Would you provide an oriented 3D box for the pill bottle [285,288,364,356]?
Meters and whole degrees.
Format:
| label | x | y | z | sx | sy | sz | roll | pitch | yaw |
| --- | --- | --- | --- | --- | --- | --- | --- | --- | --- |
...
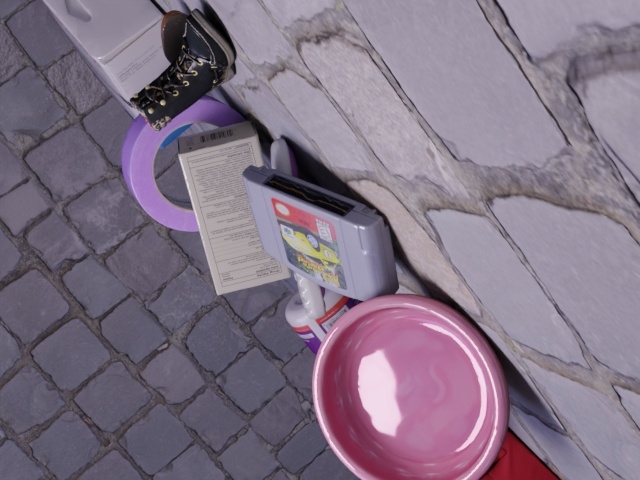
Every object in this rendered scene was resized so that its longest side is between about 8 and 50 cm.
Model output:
| label | x | y | z | sx | sy | sz | roll | pitch | yaw |
| --- | --- | --- | --- | --- | --- | --- | --- | --- | --- |
| pill bottle | 0.070 | 0.242 | 2.155 | 0.323 | 0.181 | 0.181 | 53 | 172 | -18 |

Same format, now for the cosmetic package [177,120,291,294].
| label | x | y | z | sx | sy | sz | roll | pitch | yaw |
| --- | --- | --- | --- | --- | --- | --- | --- | --- | --- |
| cosmetic package | -0.170 | -0.064 | 1.752 | 0.113 | 0.160 | 0.309 | -113 | 11 | -64 |

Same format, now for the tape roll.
| label | x | y | z | sx | sy | sz | roll | pitch | yaw |
| --- | --- | --- | --- | --- | --- | --- | --- | --- | --- |
| tape roll | -0.264 | -0.161 | 1.807 | 0.275 | 0.275 | 0.090 | 55 | 172 | -29 |

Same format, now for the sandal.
| label | x | y | z | sx | sy | sz | roll | pitch | yaw |
| --- | --- | --- | --- | --- | --- | --- | --- | --- | --- |
| sandal | -0.021 | -0.029 | 1.697 | 0.169 | 0.102 | 0.416 | -112 | 9 | -48 |

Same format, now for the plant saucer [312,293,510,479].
| label | x | y | z | sx | sy | sz | roll | pitch | yaw |
| --- | --- | --- | --- | --- | --- | --- | --- | --- | --- |
| plant saucer | 0.149 | 0.247 | 1.422 | 0.332 | 0.332 | 0.084 | 48 | -156 | 16 |

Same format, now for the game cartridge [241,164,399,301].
| label | x | y | z | sx | sy | sz | roll | pitch | yaw |
| --- | --- | --- | --- | --- | --- | --- | --- | --- | --- |
| game cartridge | -0.003 | -0.005 | 1.482 | 0.294 | 0.060 | 0.196 | 23 | 146 | 36 |

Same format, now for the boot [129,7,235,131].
| label | x | y | z | sx | sy | sz | roll | pitch | yaw |
| --- | --- | --- | --- | --- | --- | --- | --- | --- | --- |
| boot | -0.232 | -0.273 | 1.455 | 0.085 | 0.178 | 0.236 | 50 | 173 | 7 |

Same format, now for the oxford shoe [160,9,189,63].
| label | x | y | z | sx | sy | sz | roll | pitch | yaw |
| --- | --- | --- | --- | --- | --- | --- | --- | --- | --- |
| oxford shoe | -0.253 | -0.359 | 1.588 | 0.076 | 0.076 | 0.212 | 60 | 174 | 17 |

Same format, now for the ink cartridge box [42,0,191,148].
| label | x | y | z | sx | sy | sz | roll | pitch | yaw |
| --- | --- | --- | --- | --- | --- | --- | --- | --- | --- |
| ink cartridge box | -0.424 | -0.418 | 1.912 | 0.285 | 0.166 | 0.395 | 47 | 173 | 18 |

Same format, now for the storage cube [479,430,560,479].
| label | x | y | z | sx | sy | sz | roll | pitch | yaw |
| --- | --- | --- | --- | --- | --- | --- | --- | --- | --- |
| storage cube | 0.371 | 0.515 | 1.725 | 0.193 | 0.184 | 0.215 | 44 | 169 | 33 |
